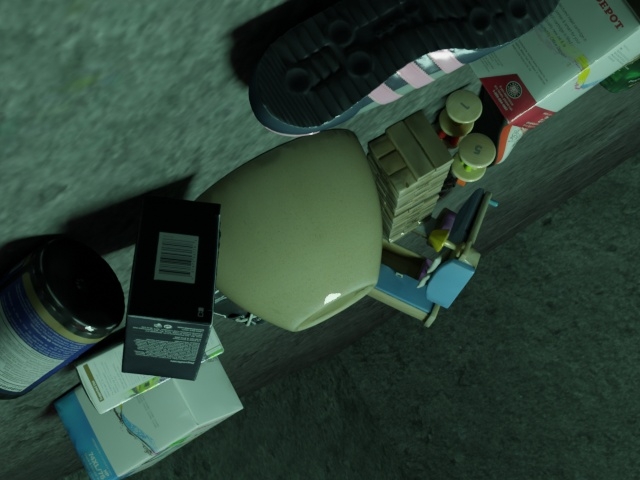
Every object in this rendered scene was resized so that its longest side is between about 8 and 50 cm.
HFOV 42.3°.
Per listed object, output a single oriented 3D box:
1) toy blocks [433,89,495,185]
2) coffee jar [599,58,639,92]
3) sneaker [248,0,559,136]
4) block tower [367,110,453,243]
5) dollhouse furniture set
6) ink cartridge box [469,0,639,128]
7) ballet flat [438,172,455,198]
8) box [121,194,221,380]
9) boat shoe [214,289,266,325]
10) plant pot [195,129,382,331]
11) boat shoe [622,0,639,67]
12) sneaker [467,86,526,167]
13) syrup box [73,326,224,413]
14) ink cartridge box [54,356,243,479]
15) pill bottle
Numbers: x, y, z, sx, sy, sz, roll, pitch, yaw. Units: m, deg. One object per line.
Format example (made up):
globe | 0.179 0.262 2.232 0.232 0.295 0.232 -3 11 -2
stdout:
toy blocks | 0.207 -0.138 1.230 0.054 0.123 0.148 -11 165 -6
coffee jar | 0.530 -0.322 1.342 0.096 0.079 0.184 -25 166 -24
sneaker | 0.072 -0.194 0.785 0.319 0.112 0.131 -24 -176 -13
block tower | 0.132 -0.091 1.321 0.091 0.097 0.335 -29 166 -5
dollhouse furniture set | 0.202 -0.029 1.587 0.303 0.198 0.286 113 3 -57
ink cartridge box | 0.276 -0.235 0.975 0.176 0.128 0.127 -35 167 25
ballet flat | 0.219 -0.096 1.626 0.114 0.041 0.041 -27 168 -15
box | -0.172 0.058 0.952 0.093 0.156 0.158 7 147 -11
boat shoe | -0.125 0.101 1.464 0.108 0.102 0.301 -36 167 25
plant pot | -0.028 0.010 1.118 0.284 0.191 0.284 -28 168 -7
boat shoe | 0.445 -0.312 1.104 0.307 0.110 0.104 -35 166 25
sneaker | 0.321 -0.205 1.300 0.145 0.090 0.270 -26 165 -5
syrup box | -0.300 0.204 1.441 0.237 0.096 0.093 -27 -176 -20
ink cartridge box | -0.341 0.331 1.663 0.270 0.197 0.198 -34 168 18
pill bottle | -0.335 0.101 0.925 0.219 0.123 0.123 -34 167 21
